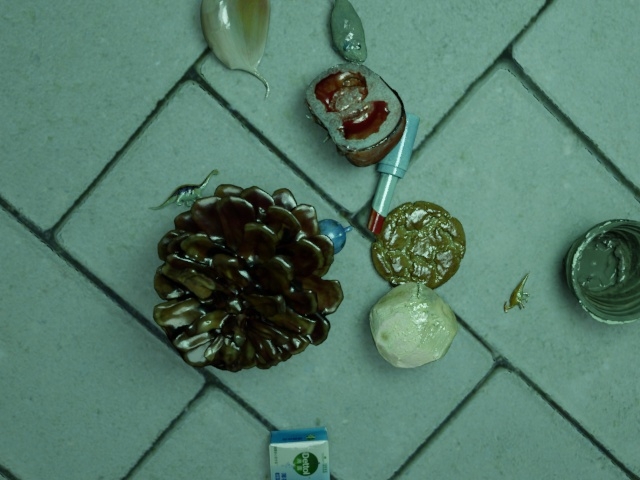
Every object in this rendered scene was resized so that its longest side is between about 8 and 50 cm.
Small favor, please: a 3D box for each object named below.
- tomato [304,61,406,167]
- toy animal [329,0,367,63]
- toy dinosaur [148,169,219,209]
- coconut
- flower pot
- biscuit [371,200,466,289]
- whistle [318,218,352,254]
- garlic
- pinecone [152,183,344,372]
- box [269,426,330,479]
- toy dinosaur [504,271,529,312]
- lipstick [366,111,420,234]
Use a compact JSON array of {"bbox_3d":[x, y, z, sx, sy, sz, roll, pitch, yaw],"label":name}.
[{"bbox_3d":[0.081,-0.251,1.140,0.180,0.155,0.214,-32,69,3],"label":"tomato"},{"bbox_3d":[0.028,-0.498,1.158,0.079,0.070,0.253,-34,94,-15],"label":"toy animal"},{"bbox_3d":[-0.300,-0.097,1.203,0.180,0.037,0.058,-26,74,-6],"label":"toy dinosaur"},{"bbox_3d":[0.196,0.191,1.190,0.194,0.194,0.195,0,97,-3],"label":"coconut"},{"bbox_3d":[0.652,0.062,1.214,0.235,0.140,0.236,0,95,-3],"label":"flower pot"},{"bbox_3d":[0.228,0.016,1.238,0.225,0.042,0.226,0,97,-2],"label":"biscuit"},{"bbox_3d":[0.000,0.000,1.203,0.157,0.090,0.091,-23,97,-1],"label":"whistle"},{"bbox_3d":[-0.183,-0.444,1.148,0.148,0.128,0.267,6,107,8],"label":"garlic"},{"bbox_3d":[-0.147,0.083,1.069,0.397,0.398,0.399,0,97,-3],"label":"pinecone"},{"bbox_3d":[-0.047,0.554,1.270,0.139,0.073,0.195,-3,97,-2],"label":"box"},{"bbox_3d":[0.477,0.129,1.269,0.041,0.026,0.113,33,103,11],"label":"toy dinosaur"},{"bbox_3d":[0.155,-0.148,1.199,0.061,0.068,0.274,13,95,-45],"label":"lipstick"}]
